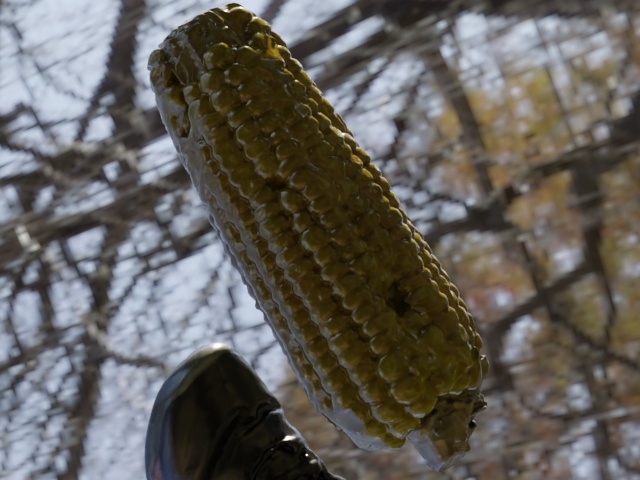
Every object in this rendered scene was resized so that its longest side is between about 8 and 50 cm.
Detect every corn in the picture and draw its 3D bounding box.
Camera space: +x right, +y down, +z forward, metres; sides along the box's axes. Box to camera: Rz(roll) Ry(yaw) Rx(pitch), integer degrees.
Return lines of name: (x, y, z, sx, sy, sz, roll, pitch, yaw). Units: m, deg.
corn: (0.000, 0.000, 1.004, 0.097, 0.097, 0.261, -25, -99, -44)

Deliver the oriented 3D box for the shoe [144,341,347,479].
shoe: (-0.014, 0.203, 1.366, 0.114, 0.137, 0.291, -43, -69, -28)
